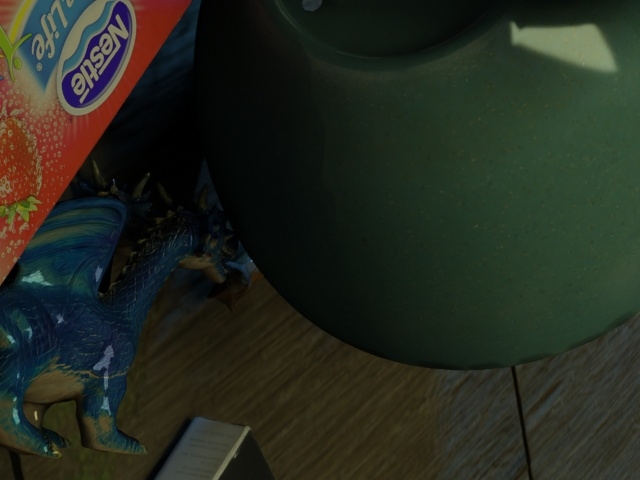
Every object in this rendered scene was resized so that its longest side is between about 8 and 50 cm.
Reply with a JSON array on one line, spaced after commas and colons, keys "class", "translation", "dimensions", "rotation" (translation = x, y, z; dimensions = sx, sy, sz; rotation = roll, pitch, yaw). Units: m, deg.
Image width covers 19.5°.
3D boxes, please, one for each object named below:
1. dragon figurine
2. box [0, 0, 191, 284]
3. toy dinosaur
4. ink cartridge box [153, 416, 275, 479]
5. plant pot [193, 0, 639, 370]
[{"class": "dragon figurine", "translation": [-0.135, 0.023, 0.835], "dimensions": [0.289, 0.085, 0.144], "rotation": [11, 81, -61]}, {"class": "box", "translation": [-0.153, -0.101, 0.769], "dimensions": [0.257, 0.122, 0.128], "rotation": [-61, 139, -35]}, {"class": "toy dinosaur", "translation": [0.000, 0.000, 1.088], "dimensions": [0.211, 0.064, 0.112], "rotation": [0, 116, -54]}, {"class": "ink cartridge box", "translation": [-0.064, 0.240, 0.998], "dimensions": [0.208, 0.045, 0.206], "rotation": [-55, 135, -38]}, {"class": "plant pot", "translation": [0.058, -0.101, 0.903], "dimensions": [0.195, 0.290, 0.290], "rotation": [50, 50, -65]}]
